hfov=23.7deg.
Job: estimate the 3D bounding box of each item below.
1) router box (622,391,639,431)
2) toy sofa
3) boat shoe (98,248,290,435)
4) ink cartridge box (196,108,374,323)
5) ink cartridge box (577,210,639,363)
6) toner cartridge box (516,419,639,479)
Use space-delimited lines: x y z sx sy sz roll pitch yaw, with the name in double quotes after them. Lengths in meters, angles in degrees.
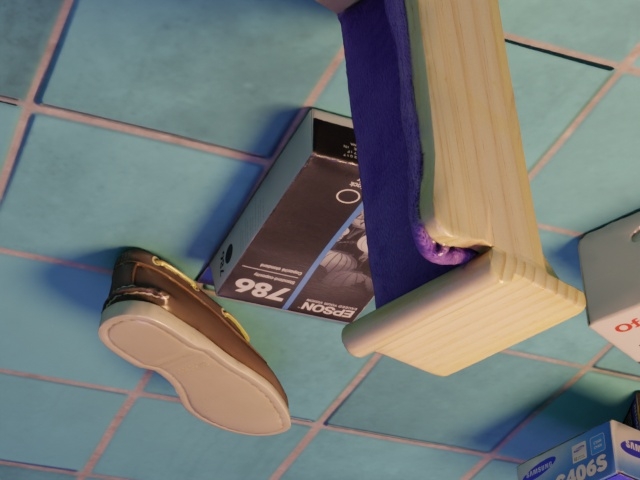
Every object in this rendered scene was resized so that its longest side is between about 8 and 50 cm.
0.541 0.291 1.998 0.309 0.081 0.243 1 145 -2 "router box"
0.072 -0.093 1.191 0.150 0.362 0.177 -30 143 35 "toy sofa"
-0.131 0.123 1.725 0.117 0.096 0.324 -18 142 26 "boat shoe"
0.000 0.000 1.584 0.165 0.065 0.332 12 144 -19 "ink cartridge box"
0.432 0.065 1.641 0.197 0.114 0.273 -26 137 32 "ink cartridge box"
0.429 0.334 1.920 0.348 0.075 0.165 24 138 -31 "toner cartridge box"
